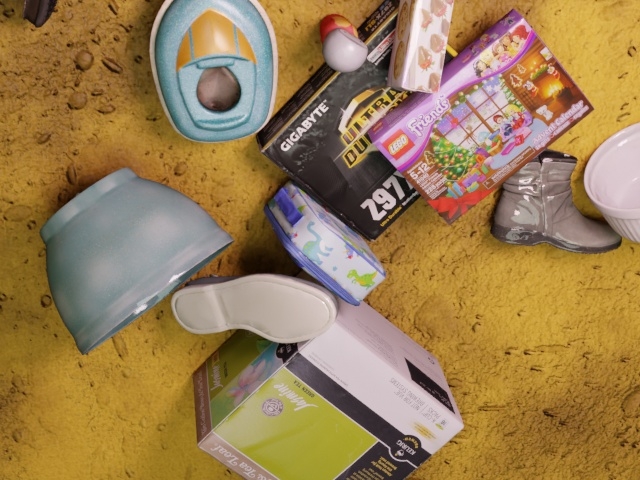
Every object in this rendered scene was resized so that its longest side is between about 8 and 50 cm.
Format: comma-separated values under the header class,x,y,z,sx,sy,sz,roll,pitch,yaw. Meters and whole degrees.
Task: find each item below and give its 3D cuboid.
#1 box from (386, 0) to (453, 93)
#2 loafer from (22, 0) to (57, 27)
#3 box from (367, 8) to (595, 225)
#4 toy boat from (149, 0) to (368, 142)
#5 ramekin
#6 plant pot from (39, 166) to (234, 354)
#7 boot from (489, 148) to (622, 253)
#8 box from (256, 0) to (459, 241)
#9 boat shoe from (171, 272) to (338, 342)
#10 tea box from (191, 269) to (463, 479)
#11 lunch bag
class,x,y,z,sx,sy,sz,roll,pitch,yaw
box,0.160,-0.378,1.717,0.063,0.067,0.324,7,97,-21
loafer,-0.413,-0.415,1.671,0.078,0.080,0.220,6,112,-1
box,0.248,-0.186,1.816,0.293,0.057,0.201,-40,116,12
toy boat,-0.093,-0.276,1.747,0.318,0.148,0.267,-11,119,-3
ramekin,0.547,-0.090,1.921,0.207,0.207,0.109,-31,127,8
plant pot,-0.308,0.012,1.815,0.293,0.293,0.196,-37,91,11
boot,0.412,-0.069,1.981,0.247,0.083,0.161,5,111,-13
box,0.099,-0.189,1.866,0.322,0.079,0.257,-44,117,14
boat shoe,-0.095,0.093,1.887,0.319,0.099,0.116,-3,110,36
tea box,0.005,0.276,2.016,0.323,0.220,0.329,-43,115,13
lunch bag,0.000,0.000,1.869,0.090,0.219,0.176,-46,118,5
